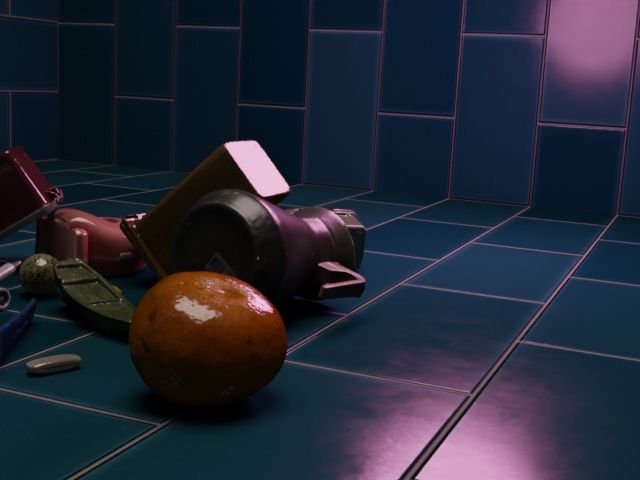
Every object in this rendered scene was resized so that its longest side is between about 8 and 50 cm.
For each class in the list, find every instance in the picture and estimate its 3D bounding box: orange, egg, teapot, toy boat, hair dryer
[{"bbox_3d":[-0.158,0.143,1.266,0.224,0.170,0.224,19,22,-8],"label":"orange"},{"bbox_3d":[-0.560,0.068,1.802,0.085,0.085,0.110,-2,4,-28],"label":"egg"},{"bbox_3d":[-0.083,0.038,1.718,0.300,0.253,0.344,27,16,29],"label":"teapot"},{"bbox_3d":[-0.399,0.108,1.621,0.093,0.055,0.293,-3,23,-42],"label":"toy boat"},{"bbox_3d":[-0.625,0.075,1.766,0.155,0.044,0.183,9,25,27],"label":"hair dryer"}]

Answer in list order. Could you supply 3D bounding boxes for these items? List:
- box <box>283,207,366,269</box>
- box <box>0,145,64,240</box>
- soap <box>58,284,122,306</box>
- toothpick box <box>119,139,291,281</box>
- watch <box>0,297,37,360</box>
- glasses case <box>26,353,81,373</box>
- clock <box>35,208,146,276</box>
[{"bbox_3d":[0.000,0.000,2.200,0.210,0.148,0.129,-1,22,-21],"label":"box"},{"bbox_3d":[-0.749,-0.083,2.037,0.294,0.167,0.193,-31,11,-1],"label":"box"},{"bbox_3d":[-0.451,0.109,1.745,0.089,0.033,0.168,7,12,17],"label":"soap"},{"bbox_3d":[-0.235,-0.064,1.920,0.308,0.190,0.187,-40,-10,24],"label":"toothpick box"},{"bbox_3d":[-0.555,0.152,1.432,0.276,0.068,0.274,-4,7,-33],"label":"watch"},{"bbox_3d":[-0.402,0.186,1.361,0.083,0.021,0.032,-6,14,-41],"label":"glasses case"},{"bbox_3d":[-0.500,0.000,2.064,0.241,0.142,0.227,-1,10,-40],"label":"clock"}]
